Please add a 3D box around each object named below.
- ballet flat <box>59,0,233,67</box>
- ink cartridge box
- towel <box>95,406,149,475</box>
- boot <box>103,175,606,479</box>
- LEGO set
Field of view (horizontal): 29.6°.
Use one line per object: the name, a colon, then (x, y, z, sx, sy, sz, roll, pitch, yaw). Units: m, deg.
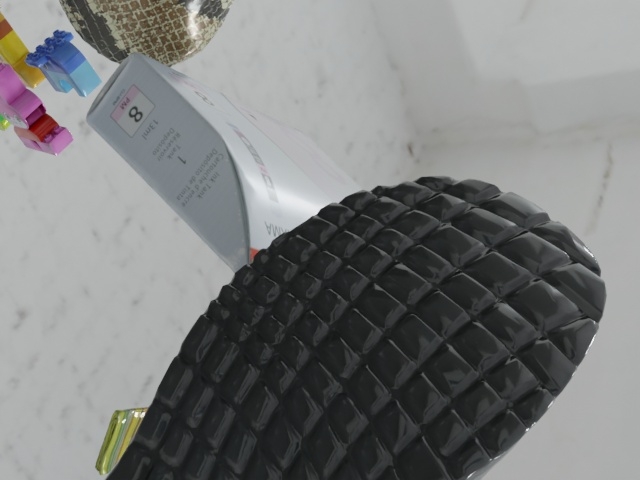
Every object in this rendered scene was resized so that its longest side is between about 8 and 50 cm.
ballet flat: (-0.104, -0.364, 0.795, 0.164, 0.483, 0.182, 7, 168, -10)
ink cartridge box: (0.000, 0.000, 0.683, 0.232, 0.189, 0.066, 40, -80, 30)
towel: (-0.180, 0.258, 1.615, 0.237, 0.102, 0.021, 0, -146, -37)
boot: (-0.033, 0.130, 0.492, 0.118, 0.223, 0.338, 42, -119, 18)
LEGO set: (-0.255, -0.145, 0.942, 0.227, 0.093, 0.087, 17, -123, 47)
